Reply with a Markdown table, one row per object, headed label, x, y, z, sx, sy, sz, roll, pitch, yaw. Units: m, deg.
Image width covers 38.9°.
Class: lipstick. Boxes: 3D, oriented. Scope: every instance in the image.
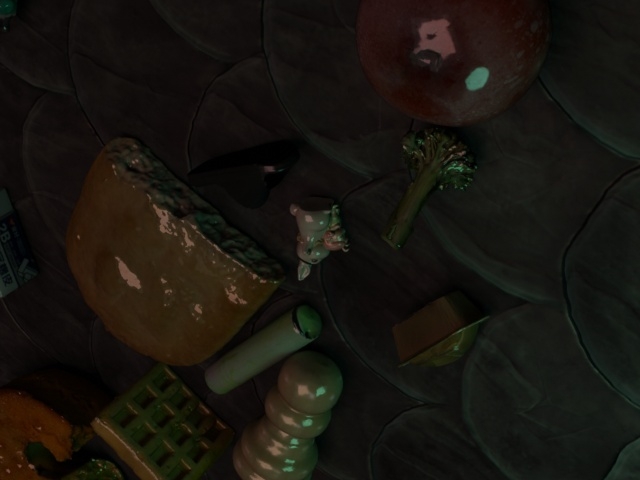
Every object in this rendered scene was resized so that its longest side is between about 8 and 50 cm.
| label | x | y | z | sx | sy | sz | roll | pitch | yaw |
| --- | --- | --- | --- | --- | --- | --- | --- | --- | --- |
| lipstick | -0.114 | 0.216 | 1.765 | 0.076 | 0.076 | 0.304 | 51 | 128 | -3 |

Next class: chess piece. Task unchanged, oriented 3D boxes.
| label | x | y | z | sx | sy | sz | roll | pitch | yaw |
| --- | --- | --- | --- | --- | --- | --- | --- | --- | --- |
| chess piece | -0.052 | 0.340 | 1.762 | 0.167 | 0.167 | 0.299 | 30 | 120 | 13 |

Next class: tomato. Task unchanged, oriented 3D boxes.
| label | x | y | z | sx | sy | sz | roll | pitch | yaw |
| --- | --- | --- | --- | --- | --- | --- | --- | --- | --- |
| tomato | 0.173 | -0.283 | 1.227 | 0.270 | 0.227 | 0.270 | 13 | 122 | 21 |

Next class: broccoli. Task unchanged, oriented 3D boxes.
| label | x | y | z | sx | sy | sz | roll | pitch | yaw |
| --- | --- | --- | --- | --- | --- | --- | --- | --- | --- |
| broccoli | 0.152 | -0.078 | 1.377 | 0.118 | 0.204 | 0.122 | 27 | 160 | 20 |

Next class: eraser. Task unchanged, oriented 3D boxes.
| label | x | y | z | sx | sy | sz | roll | pitch | yaw |
| --- | --- | --- | --- | --- | --- | --- | --- | --- | --- |
| eraser | -0.703 | 0.006 | 1.962 | 0.068 | 0.124 | 0.210 | 0 | 116 | 32 |

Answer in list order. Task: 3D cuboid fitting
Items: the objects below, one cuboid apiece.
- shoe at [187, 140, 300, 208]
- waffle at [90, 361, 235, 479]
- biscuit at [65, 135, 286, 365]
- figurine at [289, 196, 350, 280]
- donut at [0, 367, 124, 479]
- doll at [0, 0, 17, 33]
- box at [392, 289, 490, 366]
| label | x | y | z | sx | sy | sz | roll | pitch | yaw |
| --- | --- | --- | --- | --- | --- | --- | --- | --- | --- |
| shoe | -0.123 | -0.106 | 1.578 | 0.241 | 0.108 | 0.093 | -5 | 114 | 40 |
| waffle | -0.324 | 0.397 | 1.892 | 0.248 | 0.221 | 0.055 | 45 | 129 | 1 |
| biscuit | -0.335 | 0.051 | 1.784 | 0.429 | 0.104 | 0.446 | 44 | 128 | 1 |
| figurine | -0.001 | 0.004 | 1.577 | 0.098 | 0.081 | 0.146 | 10 | 120 | 26 |
| donut | -0.643 | 0.475 | 2.165 | 0.377 | 0.163 | 0.435 | 22 | 126 | 20 |
| doll | -0.576 | -0.486 | 1.595 | 0.195 | 0.153 | 0.258 | 40 | 125 | 53 |
| box | 0.201 | 0.158 | 1.534 | 0.111 | 0.111 | 0.177 | 51 | 129 | -3 |
